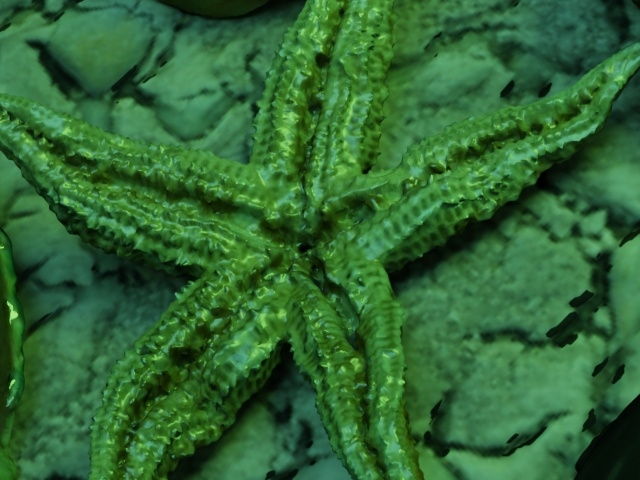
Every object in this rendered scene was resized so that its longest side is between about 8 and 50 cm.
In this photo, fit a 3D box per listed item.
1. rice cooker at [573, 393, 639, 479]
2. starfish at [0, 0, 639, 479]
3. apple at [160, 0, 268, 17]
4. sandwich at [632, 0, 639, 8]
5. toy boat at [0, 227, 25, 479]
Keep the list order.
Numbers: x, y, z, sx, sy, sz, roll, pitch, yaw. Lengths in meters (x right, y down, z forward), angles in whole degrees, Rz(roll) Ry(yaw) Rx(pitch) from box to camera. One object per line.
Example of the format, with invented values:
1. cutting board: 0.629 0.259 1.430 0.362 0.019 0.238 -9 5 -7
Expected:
1. rice cooker: 0.181 0.166 0.559 0.224 0.267 0.267 22 73 32
2. starfish: 0.002 0.001 0.811 0.358 0.078 0.347 -16 59 4
3. apple: -0.078 -0.244 0.938 0.193 0.120 0.265 -29 66 22
4. sandwich: 0.196 -0.142 0.801 0.096 0.094 0.258 -38 58 -3
5. toy boat: -0.222 -0.007 0.892 0.108 0.099 0.293 -19 54 -20
